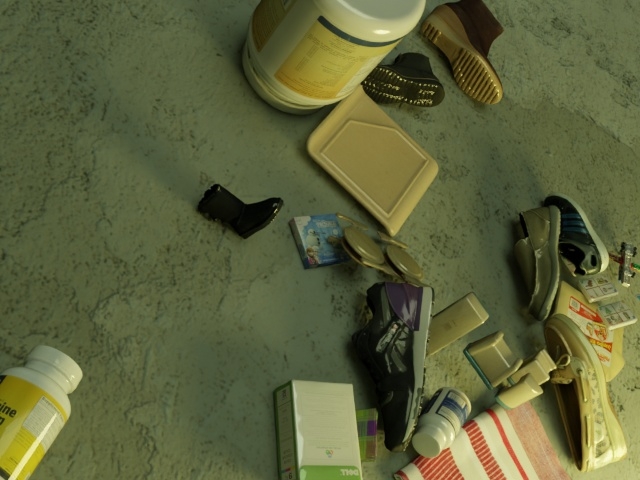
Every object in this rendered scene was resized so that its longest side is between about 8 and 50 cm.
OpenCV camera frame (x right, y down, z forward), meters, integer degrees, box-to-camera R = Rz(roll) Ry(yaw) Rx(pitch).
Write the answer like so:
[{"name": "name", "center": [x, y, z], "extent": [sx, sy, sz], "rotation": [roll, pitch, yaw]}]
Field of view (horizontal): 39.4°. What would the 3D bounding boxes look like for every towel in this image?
[{"name": "towel", "center": [0.060, 0.302, 1.379], "extent": [0.009, 0.060, 0.083], "rotation": [48, 37, -49]}, {"name": "towel", "center": [0.292, 0.415, 1.482], "extent": [0.329, 0.037, 0.237], "rotation": [-22, 78, -39]}]

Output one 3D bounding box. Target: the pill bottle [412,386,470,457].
[{"name": "pill bottle", "center": [0.194, 0.296, 1.449], "extent": [0.067, 0.067, 0.120], "rotation": [49, 40, -1]}]

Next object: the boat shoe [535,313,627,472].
[{"name": "boat shoe", "center": [0.463, 0.274, 1.621], "extent": [0.089, 0.104, 0.285], "rotation": [-18, 80, -13]}]

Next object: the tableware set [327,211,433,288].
[{"name": "tableware set", "center": [0.103, 0.034, 1.542], "extent": [0.194, 0.039, 0.128], "rotation": [23, 28, -40]}]

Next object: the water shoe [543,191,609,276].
[{"name": "water shoe", "center": [0.506, -0.017, 1.824], "extent": [0.080, 0.073, 0.203], "rotation": [-16, 56, -23]}]

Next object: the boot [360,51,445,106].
[{"name": "boot", "center": [0.142, -0.338, 1.788], "extent": [0.198, 0.077, 0.137], "rotation": [13, 41, -21]}]

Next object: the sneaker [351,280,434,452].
[{"name": "sneaker", "center": [0.106, 0.202, 1.454], "extent": [0.124, 0.107, 0.283], "rotation": [10, 62, 1]}]

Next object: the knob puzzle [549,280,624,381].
[{"name": "knob puzzle", "center": [0.517, 0.201, 1.753], "extent": [0.213, 0.030, 0.213], "rotation": [16, 57, -27]}]

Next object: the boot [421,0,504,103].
[{"name": "boot", "center": [0.352, -0.427, 1.948], "extent": [0.207, 0.090, 0.248], "rotation": [-35, 84, -39]}]

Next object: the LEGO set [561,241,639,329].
[{"name": "LEGO set", "center": [0.628, 0.092, 1.855], "extent": [0.244, 0.060, 0.182], "rotation": [-12, 57, -28]}]

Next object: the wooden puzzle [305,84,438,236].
[{"name": "wooden puzzle", "center": [0.097, -0.150, 1.663], "extent": [0.238, 0.044, 0.221], "rotation": [46, 49, -10]}]

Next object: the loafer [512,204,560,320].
[{"name": "loafer", "center": [0.419, 0.042, 1.751], "extent": [0.088, 0.094, 0.251], "rotation": [6, 58, 8]}]

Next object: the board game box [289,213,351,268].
[{"name": "board game box", "center": [0.000, 0.000, 1.524], "extent": [0.090, 0.020, 0.090], "rotation": [-7, 69, -37]}]

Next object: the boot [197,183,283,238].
[{"name": "boot", "center": [-0.129, -0.056, 1.407], "extent": [0.099, 0.121, 0.045], "rotation": [37, 48, -20]}]

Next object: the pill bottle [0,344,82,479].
[{"name": "pill bottle", "center": [-0.374, 0.222, 1.098], "extent": [0.103, 0.103, 0.184], "rotation": [37, 50, -12]}]

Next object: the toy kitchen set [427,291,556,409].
[{"name": "toy kitchen set", "center": [0.294, 0.191, 1.575], "extent": [0.207, 0.122, 0.166], "rotation": [56, 29, 4]}]

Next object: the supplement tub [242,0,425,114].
[{"name": "supplement tub", "center": [0.010, -0.373, 1.530], "extent": [0.228, 0.316, 0.228], "rotation": [10, 65, -24]}]

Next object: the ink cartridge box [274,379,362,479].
[{"name": "ink cartridge box", "center": [-0.002, 0.316, 1.321], "extent": [0.109, 0.062, 0.209], "rotation": [10, 61, -30]}]
